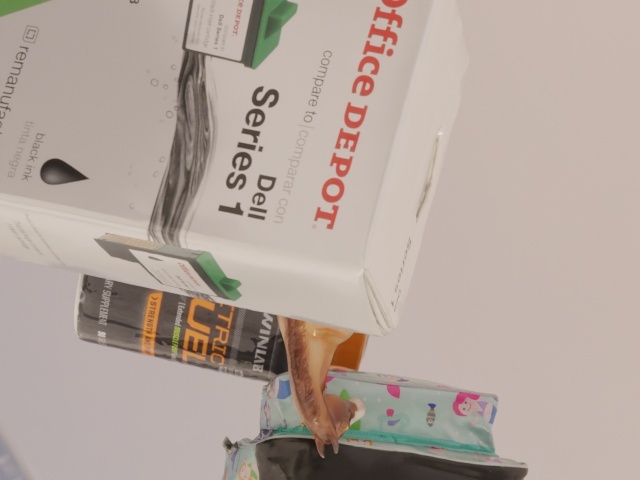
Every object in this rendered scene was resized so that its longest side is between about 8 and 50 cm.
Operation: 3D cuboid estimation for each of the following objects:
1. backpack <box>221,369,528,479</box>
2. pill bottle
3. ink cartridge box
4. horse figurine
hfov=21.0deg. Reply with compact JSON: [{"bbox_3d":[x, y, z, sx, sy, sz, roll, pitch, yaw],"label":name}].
[{"bbox_3d":[0.029,0.203,1.365,0.253,0.225,0.191,126,-29,-68],"label":"backpack"},{"bbox_3d":[-0.077,0.048,1.467,0.246,0.130,0.130,12,-42,1],"label":"pill bottle"},{"bbox_3d":[-0.055,-0.061,0.803,0.219,0.160,0.092,11,-19,13],"label":"ink cartridge box"},{"bbox_3d":[0.000,0.000,1.246,0.066,0.174,0.263,0,-67,31],"label":"horse figurine"}]
